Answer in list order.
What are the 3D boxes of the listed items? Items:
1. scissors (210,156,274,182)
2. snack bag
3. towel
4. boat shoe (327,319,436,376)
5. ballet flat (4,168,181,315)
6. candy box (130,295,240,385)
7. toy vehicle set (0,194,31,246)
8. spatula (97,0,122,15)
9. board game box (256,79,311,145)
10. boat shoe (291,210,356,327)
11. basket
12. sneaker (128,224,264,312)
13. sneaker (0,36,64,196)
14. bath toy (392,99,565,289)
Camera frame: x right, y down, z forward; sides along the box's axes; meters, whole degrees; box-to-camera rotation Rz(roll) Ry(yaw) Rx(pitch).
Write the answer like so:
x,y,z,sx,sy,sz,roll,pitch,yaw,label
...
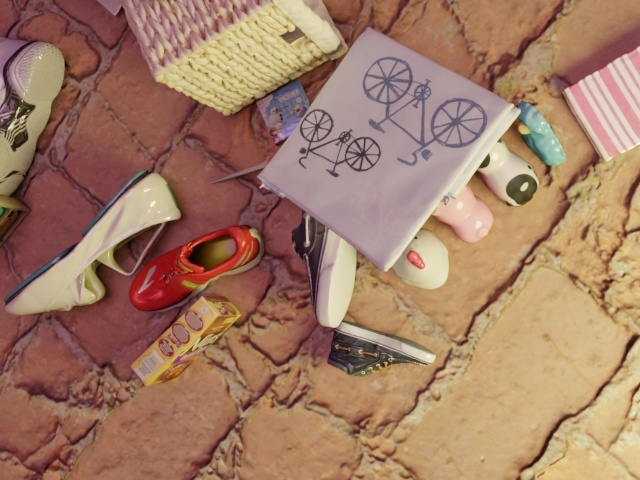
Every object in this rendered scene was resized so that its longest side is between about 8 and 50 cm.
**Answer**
x,y,z,sx,sy,sz,roll,pitch,yaw,label
-0.071,-0.141,1.466,0.297,0.021,0.109,-24,40,12,scissors
0.100,-0.152,1.347,0.323,0.037,0.342,36,90,29,snack bag
0.517,-0.233,1.338,0.197,0.029,0.144,-29,78,14,towel
0.102,0.200,1.400,0.183,0.065,0.083,16,92,22,boat shoe
-0.421,0.038,1.534,0.400,0.139,0.139,-41,76,8,ballet flat
-0.240,0.179,1.470,0.186,0.109,0.053,-46,75,8,candy box
-0.700,0.017,1.584,0.035,0.166,0.267,44,98,15,toy vehicle set
-0.430,-0.579,1.640,0.242,0.019,0.168,44,98,18,spatula
-0.060,-0.233,1.502,0.090,0.020,0.090,-27,77,12,board game box
0.000,0.000,1.419,0.102,0.108,0.301,-1,79,21,boat shoe
-0.170,-0.433,1.393,0.267,0.328,0.331,-28,79,14,basket
-0.239,0.041,1.477,0.279,0.118,0.107,-29,78,12,sneaker
-0.666,-0.245,1.618,0.210,0.137,0.365,23,86,17,sneaker
0.240,-0.068,1.348,0.151,0.129,0.348,45,98,14,bath toy
